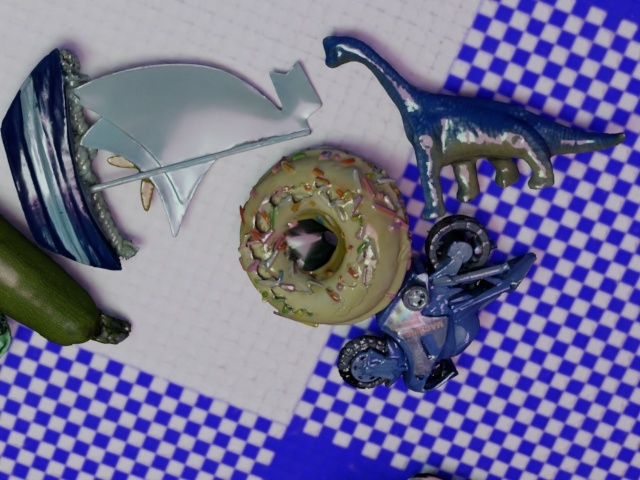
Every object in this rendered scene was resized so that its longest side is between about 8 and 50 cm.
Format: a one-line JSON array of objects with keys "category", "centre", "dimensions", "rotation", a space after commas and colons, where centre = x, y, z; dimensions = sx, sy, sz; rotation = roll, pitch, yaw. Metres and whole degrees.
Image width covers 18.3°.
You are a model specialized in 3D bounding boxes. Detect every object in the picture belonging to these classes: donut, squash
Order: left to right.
[{"category": "squash", "centre": [-0.309, 0.008, 1.844], "dimensions": [0.318, 0.080, 0.071], "rotation": [38, 123, -13]}, {"category": "donut", "centre": [0.000, 0.000, 1.824], "dimensions": [0.174, 0.068, 0.175], "rotation": [5, 105, 21]}]

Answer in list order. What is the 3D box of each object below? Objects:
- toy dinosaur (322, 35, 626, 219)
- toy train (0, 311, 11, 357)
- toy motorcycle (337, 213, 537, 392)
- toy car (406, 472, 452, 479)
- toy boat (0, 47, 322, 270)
[{"category": "toy dinosaur", "centre": [0.142, -0.126, 1.802], "dimensions": [0.247, 0.075, 0.188], "rotation": [-13, 107, 12]}, {"category": "toy train", "centre": [-0.365, 0.065, 1.874], "dimensions": [0.149, 0.081, 0.099], "rotation": [38, 106, -18]}, {"category": "toy motorcycle", "centre": [0.108, 0.071, 1.875], "dimensions": [0.114, 0.076, 0.205], "rotation": [31, 106, -21]}, {"category": "toy car", "centre": [0.146, 0.270, 1.951], "dimensions": [0.142, 0.055, 0.069], "rotation": [22, 143, -1]}, {"category": "toy boat", "centre": [-0.141, -0.092, 1.821], "dimensions": [0.291, 0.067, 0.220], "rotation": [-15, 109, 3]}]
